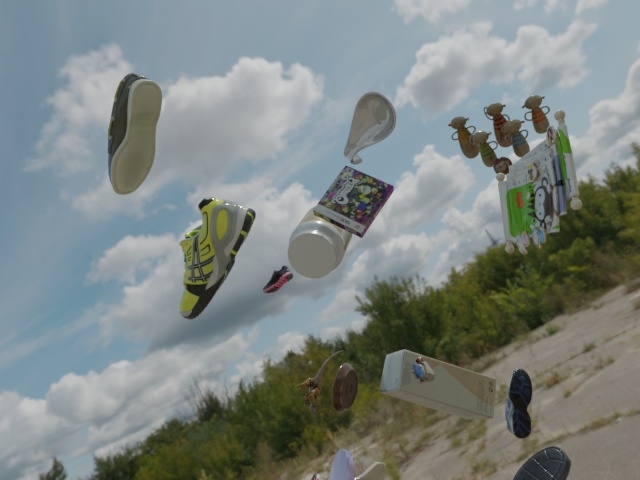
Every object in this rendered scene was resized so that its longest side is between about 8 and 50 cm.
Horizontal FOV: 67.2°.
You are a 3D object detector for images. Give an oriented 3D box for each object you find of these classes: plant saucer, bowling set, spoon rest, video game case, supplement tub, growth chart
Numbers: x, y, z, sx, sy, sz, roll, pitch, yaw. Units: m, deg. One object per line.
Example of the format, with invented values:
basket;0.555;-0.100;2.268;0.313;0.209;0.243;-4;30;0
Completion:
plant saucer;0.091;0.510;1.662;0.029;0.169;0.168;1;-2;29
bowling set;0.535;-0.306;1.418;0.287;0.200;0.154;-20;-54;26
spoon rest;0.136;-0.322;1.441;0.084;0.137;0.276;-37;-13;-34
video game case;0.121;-0.146;1.762;0.232;0.210;0.042;-54;-24;-19
supplement tub;0.000;0.000;1.977;0.228;0.228;0.316;-38;9;25
growth chart;0.348;-0.076;0.784;0.021;0.172;0.237;-3;-16;-6

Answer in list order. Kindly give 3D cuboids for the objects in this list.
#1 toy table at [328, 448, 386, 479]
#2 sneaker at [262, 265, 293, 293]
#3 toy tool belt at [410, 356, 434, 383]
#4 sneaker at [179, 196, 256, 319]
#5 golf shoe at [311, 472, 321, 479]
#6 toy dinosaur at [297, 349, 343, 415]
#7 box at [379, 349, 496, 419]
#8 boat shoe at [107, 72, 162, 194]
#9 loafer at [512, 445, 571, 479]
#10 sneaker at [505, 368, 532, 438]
toy table;0.119;0.836;1.556;0.160;0.274;0.252;17;-10;-13
sneaker;-0.144;0.126;1.568;0.119;0.057;0.047;-37;-30;14
toy tool belt;0.271;0.353;1.314;0.051;0.083;0.052;-15;-56;-14
sneaker;-0.310;0.046;1.304;0.385;0.147;0.145;-60;6;22
golf shoe;-0.004;0.959;1.805;0.186;0.085;0.068;-89;18;-68
toy dinosaur;-0.014;0.417;1.415;0.112;0.064;0.212;-12;-57;-64
box;0.352;0.438;1.454;0.311;0.121;0.148;20;-24;-11
boat shoe;-0.481;-0.266;1.220;0.109;0.091;0.305;-8;-54;-52
loafer;0.561;0.685;1.274;0.302;0.095;0.109;-50;16;-3
sneaker;0.624;0.517;1.544;0.080;0.211;0.081;11;-14;-3
